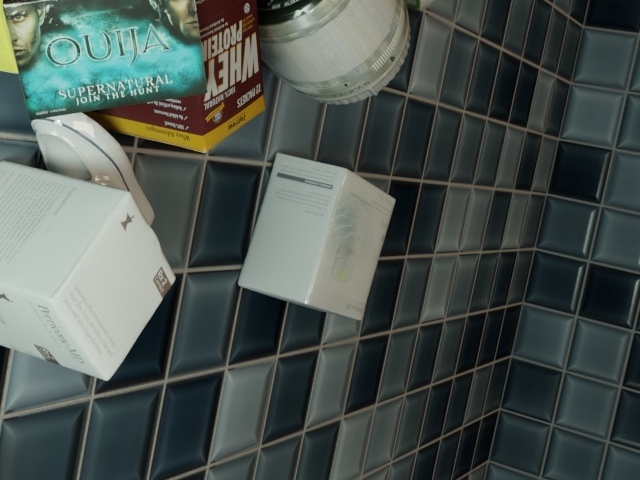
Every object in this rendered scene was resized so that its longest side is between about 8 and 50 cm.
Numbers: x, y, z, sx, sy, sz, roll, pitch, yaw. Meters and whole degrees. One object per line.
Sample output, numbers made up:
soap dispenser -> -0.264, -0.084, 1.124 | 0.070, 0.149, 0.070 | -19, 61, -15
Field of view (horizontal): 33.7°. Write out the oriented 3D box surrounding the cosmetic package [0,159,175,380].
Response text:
cosmetic package -> -0.287, 0.030, 1.139 | 0.151, 0.184, 0.151 | -60, 149, -30

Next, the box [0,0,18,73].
box -> -0.324, -0.289, 1.049 | 0.087, 0.058, 0.232 | -48, 143, -44

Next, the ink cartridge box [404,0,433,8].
ink cartridge box -> 0.181, -0.537, 1.913 | 0.109, 0.062, 0.209 | -40, 136, -49

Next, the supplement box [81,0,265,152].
supplement box -> -0.182, -0.229, 1.208 | 0.129, 0.191, 0.194 | -44, 140, -47

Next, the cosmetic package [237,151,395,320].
cosmetic package -> 0.000, 0.000, 1.742 | 0.224, 0.138, 0.224 | 23, 83, -63

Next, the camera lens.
camera lens -> -0.009, -0.333, 1.465 | 0.274, 0.219, 0.219 | 38, 69, -62

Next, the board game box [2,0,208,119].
board game box -> -0.214, -0.196, 1.071 | 0.026, 0.186, 0.126 | -114, -164, -56

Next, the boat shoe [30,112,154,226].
boat shoe -> -0.268, -0.058, 1.233 | 0.084, 0.095, 0.258 | -67, 152, -26
